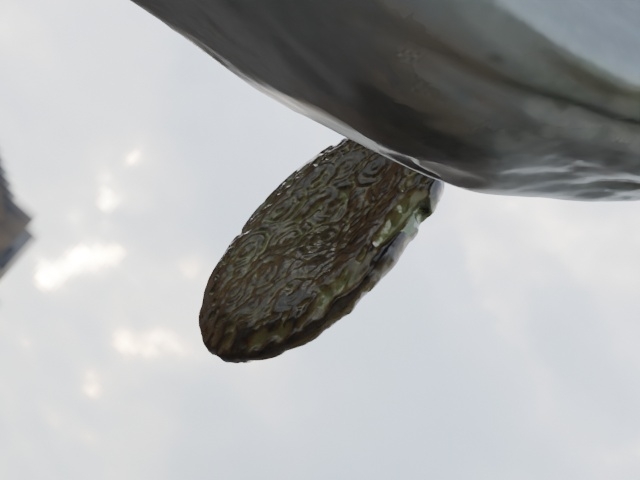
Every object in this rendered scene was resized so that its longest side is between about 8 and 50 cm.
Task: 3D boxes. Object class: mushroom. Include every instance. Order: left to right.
[{"bbox_3d":[-0.035,-0.098,0.416,0.351,0.097,0.109,26,-2,-18],"label":"mushroom"}]

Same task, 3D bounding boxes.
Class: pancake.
[{"bbox_3d":[-0.001,-0.001,1.140,0.021,0.199,0.199,47,-23,-24],"label":"pancake"}]
